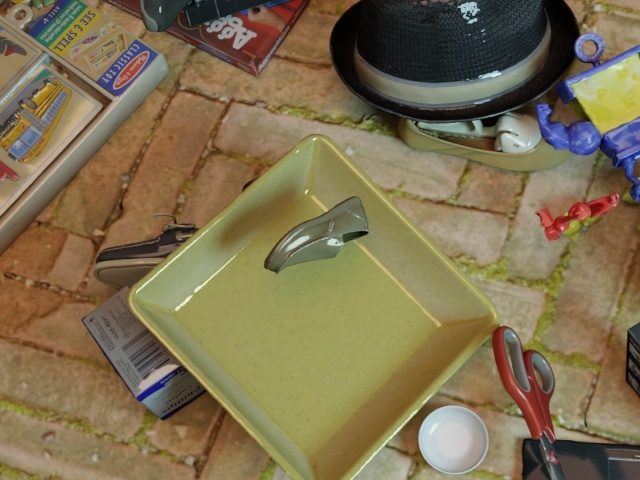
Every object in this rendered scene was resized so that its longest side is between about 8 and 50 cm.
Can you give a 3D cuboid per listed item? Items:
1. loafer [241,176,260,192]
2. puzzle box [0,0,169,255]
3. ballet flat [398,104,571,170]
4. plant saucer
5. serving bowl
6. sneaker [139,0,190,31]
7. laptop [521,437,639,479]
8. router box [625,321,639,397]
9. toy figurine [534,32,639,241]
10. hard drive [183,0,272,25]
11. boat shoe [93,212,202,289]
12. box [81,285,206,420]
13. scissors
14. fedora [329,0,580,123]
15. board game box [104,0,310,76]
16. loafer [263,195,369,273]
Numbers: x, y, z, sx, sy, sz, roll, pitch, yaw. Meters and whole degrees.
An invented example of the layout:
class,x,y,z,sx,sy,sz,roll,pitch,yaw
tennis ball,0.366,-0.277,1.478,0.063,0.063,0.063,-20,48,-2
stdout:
class,x,y,z,sx,sy,sz,roll,pitch,yaw
loafer,-0.022,-0.074,1.540,0.170,0.061,0.062,-8,69,3
puzzle box,-0.441,-0.170,1.626,0.272,0.052,0.409,35,75,17
ballet flat,0.215,-0.140,1.537,0.232,0.073,0.080,6,70,8
plant saucer,-0.008,0.092,1.413,0.333,0.081,0.332,46,67,5
serving bowl,0.160,0.242,1.413,0.083,0.027,0.083,-2,68,6
sneaker,-0.155,-0.386,1.560,0.106,0.101,0.267,19,69,10
laptop,0.341,0.342,1.296,0.234,0.136,0.264,3,69,6
router box,0.418,0.184,1.335,0.046,0.133,0.179,-31,56,-7
toy figurine,0.396,-0.175,1.432,0.362,0.191,0.217,-26,81,2
hard drive,-0.064,-0.457,1.674,0.338,0.064,0.237,-19,66,-6
boat shoe,-0.162,0.011,1.502,0.254,0.095,0.079,-6,68,1
box,-0.213,0.140,1.431,0.072,0.137,0.126,-36,69,-6
scissors,0.249,0.230,1.340,0.021,0.109,0.297,-33,42,30
fedora,0.173,-0.302,1.525,0.334,0.152,0.334,-3,50,4
board game box,-0.171,-0.352,1.686,0.281,0.027,0.145,28,74,15
loafer,0.000,0.000,1.373,0.148,0.056,0.050,-33,79,-22
